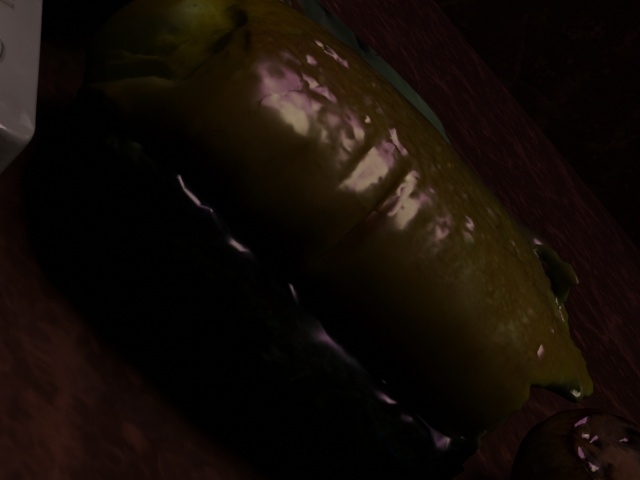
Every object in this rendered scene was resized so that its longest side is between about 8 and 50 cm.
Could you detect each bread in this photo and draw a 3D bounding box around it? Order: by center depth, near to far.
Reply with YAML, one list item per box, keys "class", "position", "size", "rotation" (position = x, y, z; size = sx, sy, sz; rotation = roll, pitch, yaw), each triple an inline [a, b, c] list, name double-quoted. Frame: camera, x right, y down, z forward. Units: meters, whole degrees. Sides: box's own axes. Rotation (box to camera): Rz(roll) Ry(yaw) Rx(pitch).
- class: "bread"
  position: [0.000, 0.000, 0.741]
  size: [0.376, 0.208, 0.251]
  rotation: [42, 17, -24]

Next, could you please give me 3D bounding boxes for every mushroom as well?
- class: "mushroom"
  position: [0.270, 0.254, 0.951]
  size: [0.263, 0.195, 0.283]
  rotation: [55, -1, 26]

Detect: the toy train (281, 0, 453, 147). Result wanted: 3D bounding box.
- class: "toy train"
  position: [0.015, -0.068, 0.956]
  size: [0.326, 0.159, 0.129]
  rotation: [41, 24, -40]

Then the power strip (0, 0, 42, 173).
- class: "power strip"
  position: [-0.214, -0.156, 0.682]
  size: [0.091, 0.062, 0.385]
  rotation: [38, 23, -34]
